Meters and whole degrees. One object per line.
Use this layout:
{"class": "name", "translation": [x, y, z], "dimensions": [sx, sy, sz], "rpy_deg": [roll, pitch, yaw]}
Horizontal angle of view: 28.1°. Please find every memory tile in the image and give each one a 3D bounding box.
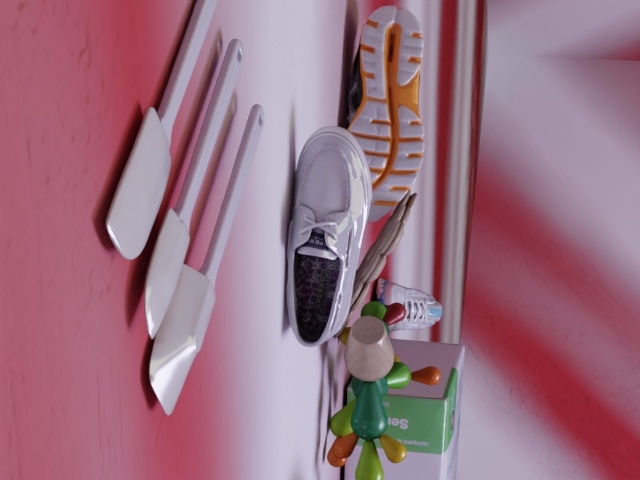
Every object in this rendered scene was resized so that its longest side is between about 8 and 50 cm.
{"class": "memory tile", "translation": [0.053, 0.023, 1.292], "dimensions": [0.148, 0.012, 0.113], "rpy_deg": [-60, -176, 28]}

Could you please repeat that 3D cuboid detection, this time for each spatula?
{"class": "spatula", "translation": [-0.073, -0.039, 0.738], "dimensions": [0.168, 0.019, 0.242], "rpy_deg": [76, 19, -45]}

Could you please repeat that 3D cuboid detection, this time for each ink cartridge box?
{"class": "ink cartridge box", "translation": [0.099, 0.286, 1.540], "dimensions": [0.211, 0.122, 0.289], "rpy_deg": [-48, 142, -74]}

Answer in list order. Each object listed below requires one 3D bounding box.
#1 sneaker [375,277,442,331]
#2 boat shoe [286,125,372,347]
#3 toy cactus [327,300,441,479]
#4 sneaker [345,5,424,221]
{"class": "sneaker", "translation": [0.116, 0.087, 1.675], "dimensions": [0.191, 0.083, 0.071], "rpy_deg": [-2, 98, -79]}
{"class": "boat shoe", "translation": [0.000, 0.000, 1.054], "dimensions": [0.063, 0.066, 0.184], "rpy_deg": [-60, 163, -70]}
{"class": "toy cactus", "translation": [0.059, 0.142, 1.299], "dimensions": [0.180, 0.112, 0.219], "rpy_deg": [84, 18, -55]}
{"class": "sneaker", "translation": [0.062, -0.125, 1.294], "dimensions": [0.083, 0.084, 0.214], "rpy_deg": [-174, -86, -82]}
